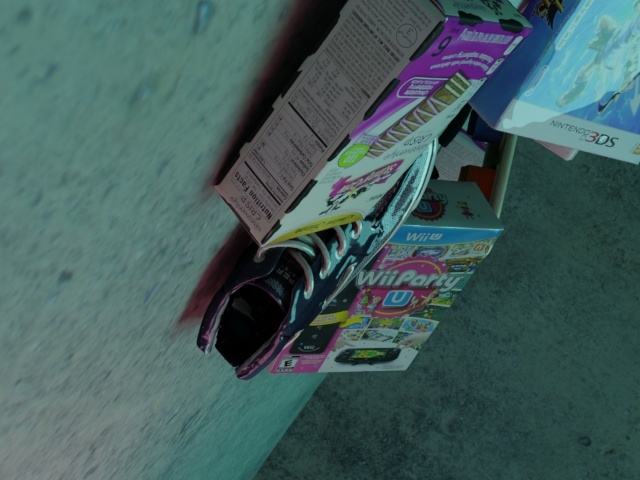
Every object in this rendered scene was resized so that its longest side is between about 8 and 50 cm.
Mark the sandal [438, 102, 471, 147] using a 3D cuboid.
[{"bbox_3d":[0.250,-0.279,1.314,0.097,0.054,0.254,-46,160,-74],"label":"sandal"}]

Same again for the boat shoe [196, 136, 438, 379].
[{"bbox_3d":[0.000,0.000,0.802,0.340,0.127,0.158,-57,177,20],"label":"boat shoe"}]

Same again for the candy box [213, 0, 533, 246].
[{"bbox_3d":[0.041,-0.104,0.623,0.159,0.071,0.233,-17,154,-53],"label":"candy box"}]

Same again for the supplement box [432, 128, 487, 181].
[{"bbox_3d":[0.301,-0.139,1.823,0.220,0.114,0.111,-60,168,22],"label":"supplement box"}]

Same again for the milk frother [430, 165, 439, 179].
[{"bbox_3d":[0.154,-0.082,1.422,0.135,0.129,0.143,-51,127,-22],"label":"milk frother"}]

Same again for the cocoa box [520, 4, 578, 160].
[{"bbox_3d":[0.347,-0.322,1.062,0.347,0.228,0.231,-46,166,-41],"label":"cocoa box"}]

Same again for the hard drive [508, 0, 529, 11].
[{"bbox_3d":[0.223,-0.308,0.723,0.307,0.040,0.203,-47,168,-38],"label":"hard drive"}]

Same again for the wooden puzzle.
[{"bbox_3d":[0.285,-0.145,1.358,0.322,0.080,0.348,-34,140,-82],"label":"wooden puzzle"}]

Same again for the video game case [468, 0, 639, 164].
[{"bbox_3d":[0.318,-0.214,0.795,0.244,0.061,0.269,6,129,-35],"label":"video game case"}]

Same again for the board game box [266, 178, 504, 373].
[{"bbox_3d":[0.065,0.052,1.044,0.224,0.097,0.303,2,135,-26],"label":"board game box"}]
